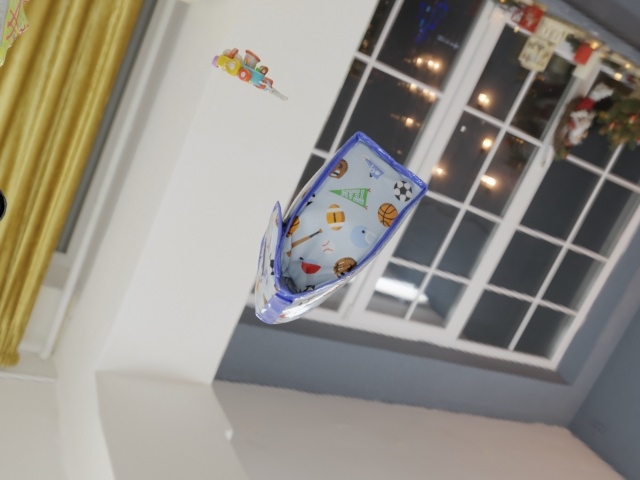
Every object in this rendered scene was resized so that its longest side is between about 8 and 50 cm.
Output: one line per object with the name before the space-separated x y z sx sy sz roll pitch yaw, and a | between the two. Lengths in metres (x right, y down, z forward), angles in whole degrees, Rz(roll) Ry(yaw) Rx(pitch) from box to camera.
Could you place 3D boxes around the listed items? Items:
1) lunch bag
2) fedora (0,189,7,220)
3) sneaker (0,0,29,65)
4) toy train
lunch bag | 0.000 0.000 1.513 0.239 0.385 0.328 38 160 0
fedora | -0.713 -0.146 1.222 0.334 0.152 0.334 26 -156 -13
sneaker | -0.724 -0.497 1.609 0.081 0.208 0.094 5 173 35
toy train | -0.104 -0.271 1.108 0.125 0.046 0.166 21 -170 -25
